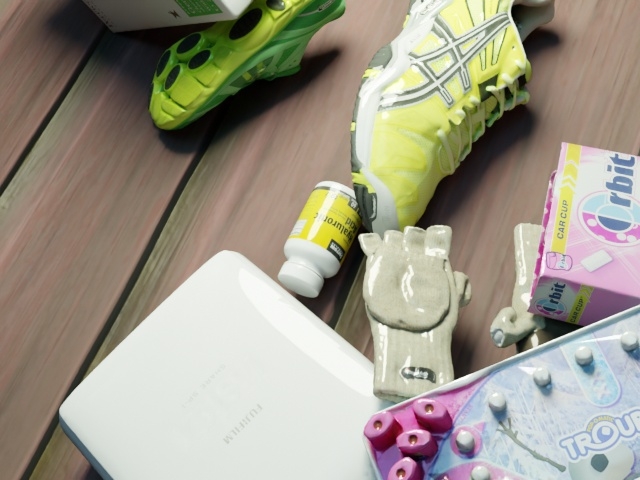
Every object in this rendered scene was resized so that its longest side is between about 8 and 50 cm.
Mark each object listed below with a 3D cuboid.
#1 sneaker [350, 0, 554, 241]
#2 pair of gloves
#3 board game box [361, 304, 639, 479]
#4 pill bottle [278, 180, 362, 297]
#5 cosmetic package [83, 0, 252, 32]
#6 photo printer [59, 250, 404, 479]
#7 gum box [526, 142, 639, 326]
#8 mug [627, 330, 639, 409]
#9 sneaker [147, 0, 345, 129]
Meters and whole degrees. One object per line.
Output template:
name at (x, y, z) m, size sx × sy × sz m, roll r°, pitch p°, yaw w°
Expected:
sneaker at (0.145, -0.167, 0.963) m, size 0.147 × 0.145 × 0.385 m, roll 13°, pitch 66°, yaw 23°
pair of gloves at (0.156, 0.071, 0.838) m, size 0.240 × 0.042 × 0.204 m, roll 3°, pitch 53°, yaw -10°
board game box at (0.268, 0.234, 0.637) m, size 0.390 × 0.050 × 0.390 m, roll -23°, pitch 64°, yaw 4°
pill bottle at (0.000, 0.000, 0.952) m, size 0.065 × 0.065 × 0.116 m, roll 16°, pitch 66°, yaw 24°
cosmetic package at (-0.203, -0.380, 1.082) m, size 0.155 × 0.197 × 0.365 m, roll -54°, pitch 31°, yaw -16°
photo printer at (-0.067, 0.183, 0.836) m, size 0.256 × 0.107 × 0.307 m, roll -44°, pitch 58°, yaw -12°
gum box at (0.268, -0.008, 0.846) m, size 0.107 × 0.062 × 0.188 m, roll 14°, pitch 52°, yaw 9°
mug at (0.311, 0.125, 0.758) m, size 0.157 × 0.097 × 0.129 m, roll 12°, pitch 69°, yaw 18°
sneaker at (-0.088, -0.222, 1.088) m, size 0.295 × 0.123 × 0.109 m, roll -35°, pitch 55°, yaw 17°
